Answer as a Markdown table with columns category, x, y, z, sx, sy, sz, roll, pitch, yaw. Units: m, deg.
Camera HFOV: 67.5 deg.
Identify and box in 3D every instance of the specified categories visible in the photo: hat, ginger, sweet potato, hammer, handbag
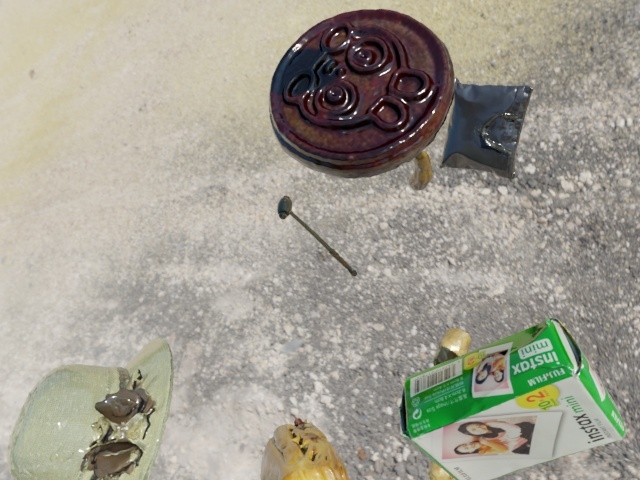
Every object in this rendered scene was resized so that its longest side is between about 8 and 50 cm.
| category | x | y | z | sx | sy | sz | roll | pitch | yaw |
| --- | --- | --- | --- | --- | --- | --- | --- | --- | --- |
| hat | -0.293 | 0.228 | 0.577 | 0.257 | 0.130 | 0.257 | -37 | 40 | 39 |
| ginger | 0.248 | 0.311 | 0.903 | 0.065 | 0.118 | 0.299 | 4 | 98 | 46 |
| sweet potato | 0.235 | -0.157 | 1.116 | 0.053 | 0.182 | 0.054 | 10 | 74 | 7 |
| hammer | 0.000 | 0.000 | 0.483 | 0.014 | 0.123 | 0.029 | -23 | 38 | 34 |
| handbag | 0.448 | -0.302 | 1.309 | 0.211 | 0.089 | 0.254 | 15 | 118 | 23 |

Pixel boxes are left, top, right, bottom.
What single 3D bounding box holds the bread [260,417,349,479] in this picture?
| category | x | y | z | sx | sy | sz | roll | pitch | yaw |
| --- | --- | --- | --- | --- | --- | --- | --- | --- | --- |
| bread | -0.023 | 0.380 | 0.644 | 0.210 | 0.099 | 0.235 | 178 | 88 | -75 |

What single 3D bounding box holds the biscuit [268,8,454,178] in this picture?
| category | x | y | z | sx | sy | sz | roll | pitch | yaw |
| --- | --- | --- | --- | --- | --- | --- | --- | --- | --- |
| biscuit | 0.078 | -0.325 | 1.014 | 0.407 | 0.091 | 0.407 | -5 | 67 | 12 |

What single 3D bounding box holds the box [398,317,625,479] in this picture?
| category | x | y | z | sx | sy | sz | roll | pitch | yaw |
| --- | --- | --- | --- | --- | --- | --- | --- | --- | --- |
| box | 0.251 | 0.224 | 0.648 | 0.250 | 0.180 | 0.103 | -32 | 29 | 25 |
